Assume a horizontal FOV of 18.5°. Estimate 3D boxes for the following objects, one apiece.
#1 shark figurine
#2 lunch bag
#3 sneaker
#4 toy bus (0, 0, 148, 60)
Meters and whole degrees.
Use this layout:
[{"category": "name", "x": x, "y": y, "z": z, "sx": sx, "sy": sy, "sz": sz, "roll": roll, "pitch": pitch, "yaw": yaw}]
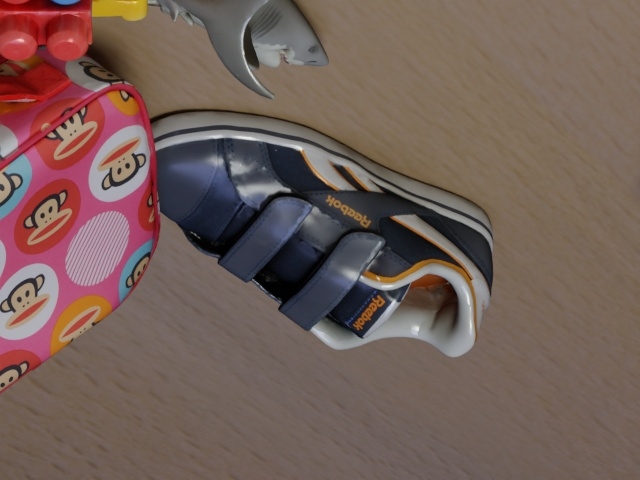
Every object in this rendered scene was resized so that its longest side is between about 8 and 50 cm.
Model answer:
[{"category": "shark figurine", "x": -0.062, "y": -0.186, "z": 1.311, "sx": 0.166, "sy": 0.278, "sz": 0.116, "roll": 32, "pitch": 96, "yaw": 2}, {"category": "lunch bag", "x": -0.251, "y": -0.010, "z": 1.417, "sx": 0.293, "sy": 0.120, "sz": 0.258, "roll": -37, "pitch": 148, "yaw": -27}, {"category": "sneaker", "x": 0.000, "y": 0.000, "z": 1.560, "sx": 0.321, "sy": 0.127, "sz": 0.126, "roll": 17, "pitch": 140, "yaw": -21}, {"category": "toy bus", "x": -0.200, "y": -0.203, "z": 1.214, "sx": 0.220, "sy": 0.211, "sz": 0.149, "roll": 3, "pitch": 144, "yaw": -3}]
